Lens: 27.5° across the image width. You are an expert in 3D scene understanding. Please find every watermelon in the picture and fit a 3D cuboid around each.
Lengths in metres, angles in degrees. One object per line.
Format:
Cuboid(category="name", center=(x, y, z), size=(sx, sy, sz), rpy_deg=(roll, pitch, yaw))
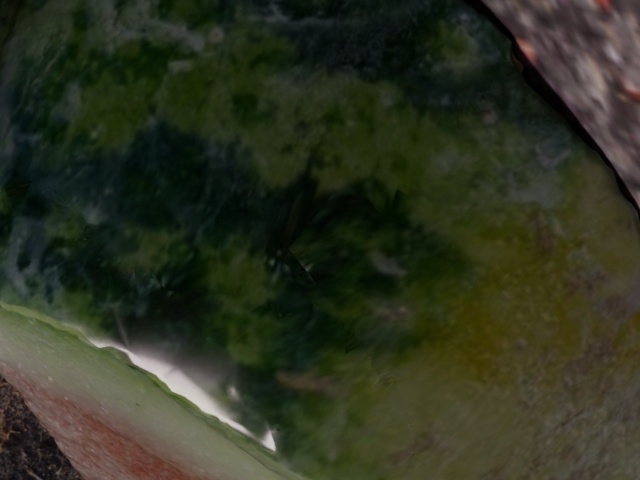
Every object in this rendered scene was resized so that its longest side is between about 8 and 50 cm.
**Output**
Cuboid(category="watermelon", center=(0.000, 0.000, 0.452), size=(0.310, 0.193, 0.232), rpy_deg=(40, 149, -13))
